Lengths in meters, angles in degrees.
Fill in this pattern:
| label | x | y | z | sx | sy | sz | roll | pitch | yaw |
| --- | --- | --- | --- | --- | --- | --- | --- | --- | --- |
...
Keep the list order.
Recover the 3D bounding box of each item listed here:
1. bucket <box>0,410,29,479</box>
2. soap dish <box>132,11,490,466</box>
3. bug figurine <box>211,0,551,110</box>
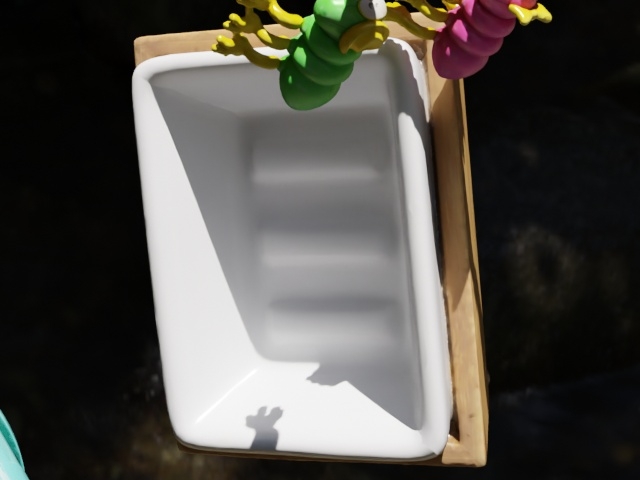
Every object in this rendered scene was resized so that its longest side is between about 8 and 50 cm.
| label | x | y | z | sx | sy | sz | roll | pitch | yaw |
| --- | --- | --- | --- | --- | --- | --- | --- | --- | --- |
| bucket | -0.417 | 0.255 | 1.461 | 0.281 | 0.281 | 0.183 | -31 | 73 | -26 |
| soap dish | 0.000 | 0.000 | 1.007 | 0.229 | 0.291 | 0.118 | -1 | 9 | 27 |
| bug figurine | 0.073 | -0.155 | 0.801 | 0.279 | 0.216 | 0.072 | -17 | 65 | -39 |
